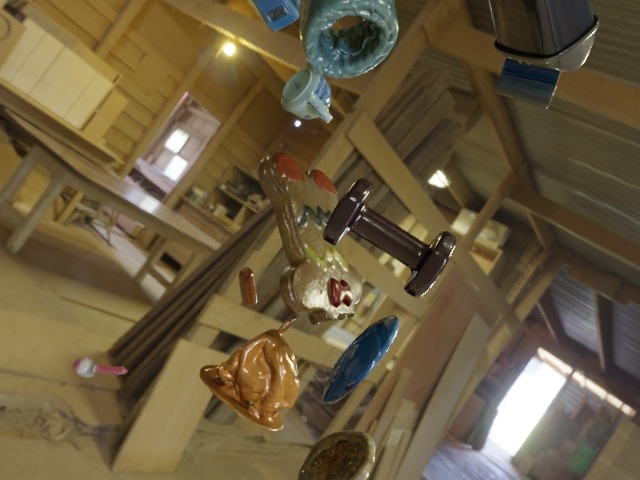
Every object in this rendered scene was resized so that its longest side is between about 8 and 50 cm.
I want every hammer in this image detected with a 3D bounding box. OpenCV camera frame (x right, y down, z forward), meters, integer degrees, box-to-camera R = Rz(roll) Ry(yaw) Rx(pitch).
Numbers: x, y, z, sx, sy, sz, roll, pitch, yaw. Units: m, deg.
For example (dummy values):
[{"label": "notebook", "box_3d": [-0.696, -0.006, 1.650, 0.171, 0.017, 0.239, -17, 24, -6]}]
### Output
[{"label": "hammer", "box_3d": [-0.357, 0.209, 0.898, 0.084, 0.031, 0.052, 4, -20, -2]}]

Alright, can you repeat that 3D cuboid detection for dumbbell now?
[{"label": "dumbbell", "box_3d": [0.126, -0.005, 1.015, 0.226, 0.140, 0.124, 32, 12, 5]}]

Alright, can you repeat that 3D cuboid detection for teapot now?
[{"label": "teapot", "box_3d": [-0.026, -0.438, 1.708, 0.159, 0.159, 0.232, 37, 15, -39]}]

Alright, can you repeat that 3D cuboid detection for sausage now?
[{"label": "sausage", "box_3d": [-0.196, 0.124, 1.482, 0.041, 0.039, 0.131, 36, -36, 33]}]

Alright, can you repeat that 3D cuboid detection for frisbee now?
[{"label": "frisbee", "box_3d": [0.077, 0.246, 1.186, 0.045, 0.242, 0.242, 43, -3, -2]}]

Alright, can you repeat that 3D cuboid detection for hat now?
[{"label": "hat", "box_3d": [-0.125, 0.274, 1.305, 0.234, 0.233, 0.244, 34, 1, -6]}]

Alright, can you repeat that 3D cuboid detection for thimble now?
[{"label": "thimble", "box_3d": [0.048, -0.454, 1.150, 0.199, 0.143, 0.235, 17, -34, -36]}]

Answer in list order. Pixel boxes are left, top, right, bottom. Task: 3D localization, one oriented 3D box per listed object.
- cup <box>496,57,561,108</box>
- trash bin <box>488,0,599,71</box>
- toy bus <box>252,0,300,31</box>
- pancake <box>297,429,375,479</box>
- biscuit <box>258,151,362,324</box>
[{"label": "cup", "box_3d": [0.604, -0.470, 1.601, 0.155, 0.131, 0.176, 17, 30, 13]}, {"label": "trash bin", "box_3d": [0.489, -0.523, 1.237, 0.209, 0.182, 0.290, 46, -8, 51]}, {"label": "toy bus", "box_3d": [-0.157, -0.750, 1.610, 0.246, 0.114, 0.134, 54, 27, -37]}, {"label": "pancake", "box_3d": [0.024, 0.372, 0.911, 0.025, 0.152, 0.152, 55, -9, -17]}, {"label": "biscuit", "box_3d": [0.000, 0.000, 1.317, 0.368, 0.076, 0.393, 13, 62, -62]}]
